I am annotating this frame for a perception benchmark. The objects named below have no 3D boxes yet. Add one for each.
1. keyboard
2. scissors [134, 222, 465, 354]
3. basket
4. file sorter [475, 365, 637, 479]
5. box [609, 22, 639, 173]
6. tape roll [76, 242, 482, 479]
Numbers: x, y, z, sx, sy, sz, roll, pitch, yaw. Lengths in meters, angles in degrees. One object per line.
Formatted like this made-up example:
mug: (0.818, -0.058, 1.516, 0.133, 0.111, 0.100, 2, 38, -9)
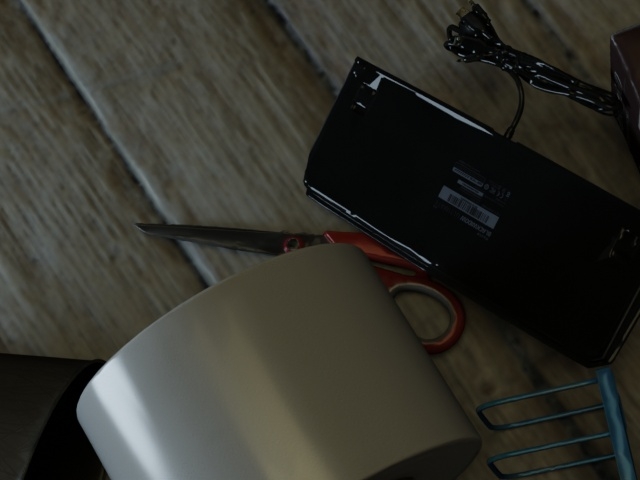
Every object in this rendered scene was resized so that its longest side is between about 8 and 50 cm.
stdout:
keyboard: (0.137, -0.059, 1.311, 0.317, 0.033, 0.201, 33, 101, 32)
scissors: (0.000, 0.000, 1.387, 0.297, 0.021, 0.109, 22, 80, 16)
basket: (-0.298, 0.164, 1.322, 0.227, 0.154, 0.204, 12, 75, 16)
file sorter: (0.183, 0.194, 1.247, 0.104, 0.118, 0.170, -13, 72, 8)
box: (0.328, -0.065, 1.269, 0.167, 0.168, 0.203, -21, 72, 4)
tape roll: (-0.030, 0.137, 1.232, 0.246, 0.246, 0.169, -31, 72, -1)
